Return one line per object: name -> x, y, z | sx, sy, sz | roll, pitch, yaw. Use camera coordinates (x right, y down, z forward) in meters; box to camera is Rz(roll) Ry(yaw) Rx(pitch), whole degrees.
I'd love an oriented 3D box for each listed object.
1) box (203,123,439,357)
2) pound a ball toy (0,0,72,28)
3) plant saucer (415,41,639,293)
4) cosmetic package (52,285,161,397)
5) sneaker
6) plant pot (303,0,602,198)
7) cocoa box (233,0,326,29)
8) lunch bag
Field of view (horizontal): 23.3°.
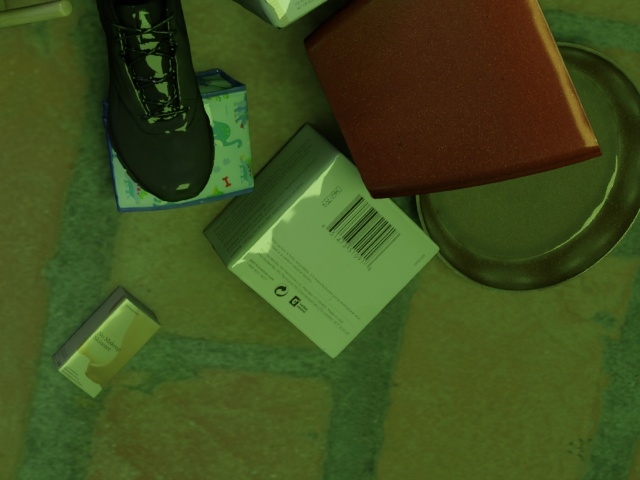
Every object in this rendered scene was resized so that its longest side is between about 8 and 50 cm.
box -> 0.000, 0.000, 1.756 | 0.182, 0.119, 0.181 | -46, 117, 3
pound a ball toy -> -0.279, -0.314, 1.474 | 0.208, 0.319, 0.135 | 53, 46, -31
plant saucer -> 0.250, -0.089, 1.848 | 0.311, 0.050, 0.310 | -7, 113, -17
cosmetic package -> -0.242, 0.115, 1.760 | 0.060, 0.041, 0.115 | 41, 94, -27
sneaker -> -0.175, -0.179, 1.558 | 0.109, 0.130, 0.286 | -14, 79, -8
plant pot -> 0.131, -0.177, 1.640 | 0.236, 0.267, 0.267 | -24, 95, 10
cocoa box -> 0.020, -0.410, 1.542 | 0.347, 0.231, 0.228 | -32, 115, -5
lunch bag -> -0.157, -0.105, 1.675 | 0.151, 0.096, 0.128 | -16, 115, -23
